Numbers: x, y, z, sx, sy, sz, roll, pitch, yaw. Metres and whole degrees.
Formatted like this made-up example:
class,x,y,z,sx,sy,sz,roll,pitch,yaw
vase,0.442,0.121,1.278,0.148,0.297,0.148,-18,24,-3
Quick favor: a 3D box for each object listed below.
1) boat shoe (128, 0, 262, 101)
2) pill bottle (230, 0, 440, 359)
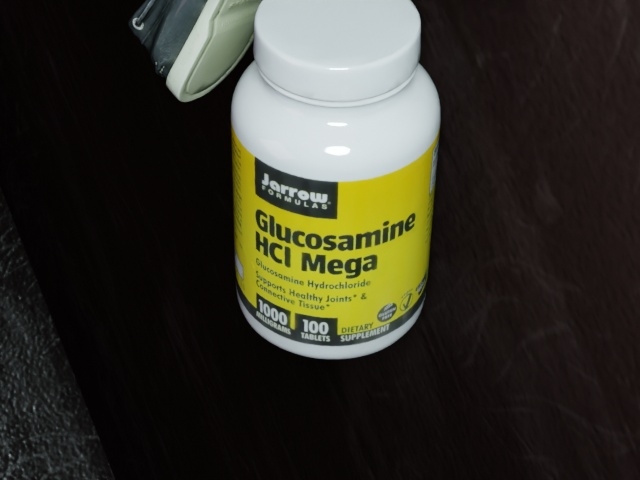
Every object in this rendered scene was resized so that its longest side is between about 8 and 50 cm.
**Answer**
class,x,y,z,sx,sy,sz,roll,pitch,yaw
boat shoe,-0.077,-0.282,1.438,0.113,0.127,0.340,45,132,14
pill bottle,0.012,-0.065,1.458,0.188,0.188,0.334,50,152,39
